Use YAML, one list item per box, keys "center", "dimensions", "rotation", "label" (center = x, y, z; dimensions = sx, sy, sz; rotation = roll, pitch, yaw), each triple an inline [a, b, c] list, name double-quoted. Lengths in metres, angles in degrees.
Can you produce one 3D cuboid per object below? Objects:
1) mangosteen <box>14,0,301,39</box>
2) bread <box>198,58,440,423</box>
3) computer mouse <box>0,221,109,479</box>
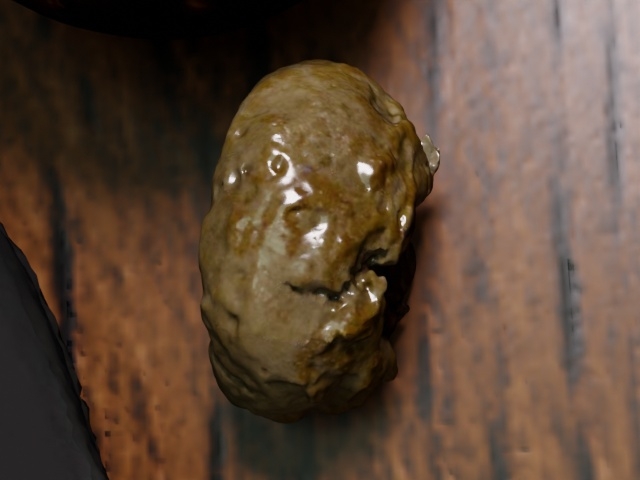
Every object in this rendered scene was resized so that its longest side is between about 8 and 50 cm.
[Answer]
- center: [-0.055, -0.160, 0.457]
  dimensions: [0.199, 0.200, 0.200]
  rotation: [-2, 79, 12]
  label: "mangosteen"
- center: [0.000, 0.000, 0.450]
  dimensions: [0.060, 0.082, 0.113]
  rotation: [9, 85, 12]
  label: "bread"
- center: [-0.140, 0.102, 0.427]
  dimensions: [0.183, 0.116, 0.323]
  rotation: [-19, 59, -15]
  label: "computer mouse"
